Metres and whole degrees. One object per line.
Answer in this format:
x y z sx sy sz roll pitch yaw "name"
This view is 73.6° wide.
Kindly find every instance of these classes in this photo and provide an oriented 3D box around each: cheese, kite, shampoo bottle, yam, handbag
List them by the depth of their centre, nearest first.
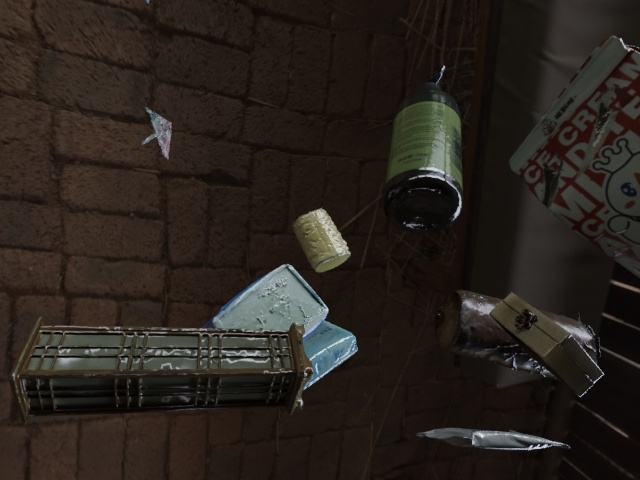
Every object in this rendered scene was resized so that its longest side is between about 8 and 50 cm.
0.363 -0.063 0.434 0.298 0.171 0.151 40 44 7 "handbag"
0.151 -0.145 0.617 0.101 0.101 0.284 32 49 -23 "shampoo bottle"
0.349 0.170 0.774 0.279 0.131 0.131 16 97 -10 "yam"
-0.404 -0.264 1.062 0.011 0.157 0.139 -5 121 16 "kite"
0.000 0.000 1.258 0.123 0.094 0.167 -22 68 -20 "cheese"

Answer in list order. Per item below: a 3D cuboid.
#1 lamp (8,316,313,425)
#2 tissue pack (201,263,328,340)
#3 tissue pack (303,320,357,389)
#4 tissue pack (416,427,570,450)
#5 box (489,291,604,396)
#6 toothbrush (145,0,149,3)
-0.179 0.157 0.529 0.325 0.089 0.090 5 124 -17 "lamp"
-0.137 0.182 0.861 0.198 0.263 0.146 -38 89 -35 "tissue pack"
-0.039 0.344 1.294 0.263 0.177 0.089 -26 115 -34 "tissue pack"
0.266 0.310 0.669 0.193 0.122 0.026 10 68 -17 "tissue pack"
0.217 0.099 0.417 0.035 0.079 0.083 -47 115 5 "box"
-0.369 -0.553 0.888 0.019 0.193 0.013 21 79 -14 "toothbrush"
